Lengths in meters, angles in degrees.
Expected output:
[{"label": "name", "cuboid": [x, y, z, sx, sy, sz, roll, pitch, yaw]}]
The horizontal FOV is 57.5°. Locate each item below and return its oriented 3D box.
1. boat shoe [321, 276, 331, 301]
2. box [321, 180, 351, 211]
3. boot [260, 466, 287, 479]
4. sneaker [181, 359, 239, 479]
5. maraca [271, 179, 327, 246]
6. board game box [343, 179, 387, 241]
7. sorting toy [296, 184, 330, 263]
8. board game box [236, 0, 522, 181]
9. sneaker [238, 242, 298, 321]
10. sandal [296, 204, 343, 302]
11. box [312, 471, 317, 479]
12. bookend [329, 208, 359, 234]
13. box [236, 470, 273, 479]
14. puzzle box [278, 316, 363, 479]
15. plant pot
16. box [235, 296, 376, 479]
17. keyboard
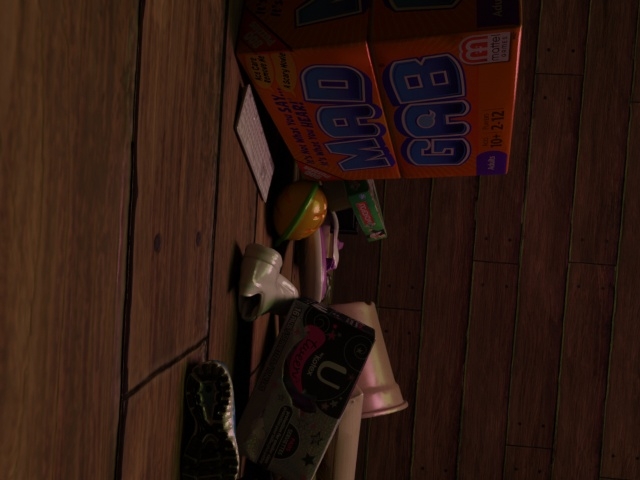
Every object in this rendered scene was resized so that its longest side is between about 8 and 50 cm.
[{"label": "boat shoe", "cuboid": [-0.007, 0.141, 1.812, 0.254, 0.079, 0.095, -63, 156, -78]}, {"label": "box", "cuboid": [0.011, -0.227, 1.270, 0.232, 0.058, 0.322, -42, 115, -80]}, {"label": "boot", "cuboid": [-0.076, 0.395, 1.137, 0.204, 0.095, 0.262, 101, -17, -45]}, {"label": "sneaker", "cuboid": [-0.118, 0.214, 0.669, 0.073, 0.063, 0.162, -44, 138, -88]}, {"label": "maraca", "cuboid": [-0.047, -0.051, 1.120, 0.127, 0.099, 0.185, -60, -173, -26]}, {"label": "board game box", "cuboid": [0.067, -0.182, 1.199, 0.213, 0.046, 0.317, 58, 19, -62]}, {"label": "sorting toy", "cuboid": [-0.008, -0.037, 1.597, 0.257, 0.089, 0.256, 53, 41, -82]}, {"label": "board game box", "cuboid": [0.117, -0.337, 0.928, 0.356, 0.356, 0.357, 57, 35, -63]}, {"label": "sneaker", "cuboid": [-0.092, 0.089, 0.904, 0.212, 0.080, 0.094, 73, 34, -61]}, {"label": "sandal", "cuboid": [0.001, -0.013, 1.287, 0.416, 0.102, 0.169, -100, -168, -59]}, {"label": "box", "cuboid": [-0.061, 0.497, 1.225, 0.164, 0.021, 0.201, -1, -94, 55]}, {"label": "bookend", "cuboid": [0.066, -0.116, 1.459, 0.156, 0.072, 0.157, -74, 166, -68]}, {"label": "box", "cuboid": [-0.067, 0.567, 0.893, 0.293, 0.073, 0.296, -121, -153, -51]}, {"label": "puzzle box", "cuboid": [-0.011, 0.360, 1.229, 0.272, 0.052, 0.409, 50, -32, 44]}, {"label": "plant pot", "cuboid": [0.067, 0.337, 1.677, 0.334, 0.333, 0.306, 64, 20, -80]}, {"label": "box", "cuboid": [-0.020, 0.230, 0.928, 0.163, 0.142, 0.247, 40, 74, -84]}, {"label": "keyboard", "cuboid": [-0.098, -0.140, 0.905, 0.256, 0.014, 0.072, 79, 16, -71]}]
